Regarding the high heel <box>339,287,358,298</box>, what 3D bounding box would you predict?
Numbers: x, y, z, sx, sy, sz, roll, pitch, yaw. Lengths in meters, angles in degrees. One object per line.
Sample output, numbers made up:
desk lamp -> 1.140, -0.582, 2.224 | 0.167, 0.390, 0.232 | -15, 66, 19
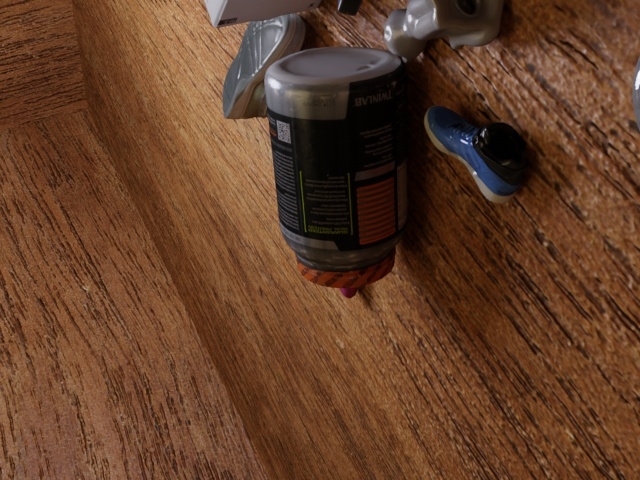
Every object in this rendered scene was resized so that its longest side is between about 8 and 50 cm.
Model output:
high heel -> 0.000, 0.000, 1.260 | 0.082, 0.117, 0.244 | 29, 133, 57

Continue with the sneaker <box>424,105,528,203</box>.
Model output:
sneaker -> 0.183, -0.122, 0.837 | 0.152, 0.058, 0.084 | 56, 158, 23

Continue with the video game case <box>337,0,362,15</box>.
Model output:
video game case -> 0.058, -0.402, 0.769 | 0.196, 0.026, 0.274 | 116, 162, -49

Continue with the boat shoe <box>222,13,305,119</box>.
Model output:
boat shoe -> -0.092, -0.309, 1.290 | 0.320, 0.103, 0.118 | 139, 130, -59

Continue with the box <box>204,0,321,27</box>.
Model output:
box -> -0.074, -0.416, 1.043 | 0.119, 0.181, 0.182 | 69, 156, 5

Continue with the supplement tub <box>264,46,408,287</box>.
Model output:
supplement tub -> 0.029, -0.102, 1.029 | 0.193, 0.194, 0.316 | 39, 140, 52

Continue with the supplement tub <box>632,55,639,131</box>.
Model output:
supplement tub -> 0.321, -0.103, 0.477 | 0.190, 0.117, 0.117 | 17, 122, 62

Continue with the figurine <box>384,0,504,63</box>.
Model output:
figurine -> 0.113, -0.318, 0.841 | 0.209, 0.092, 0.214 | -164, 58, -72
